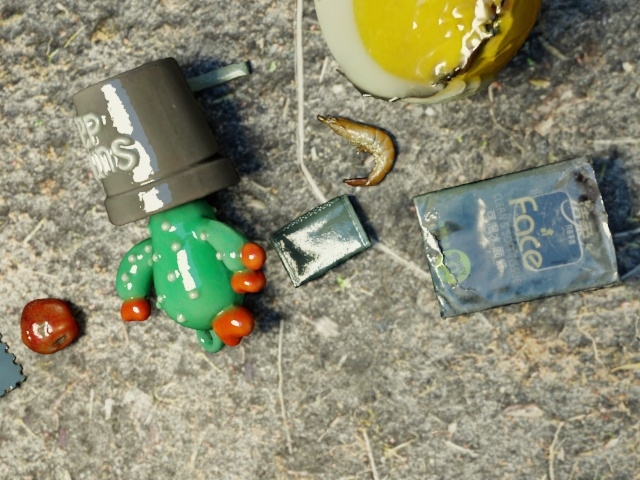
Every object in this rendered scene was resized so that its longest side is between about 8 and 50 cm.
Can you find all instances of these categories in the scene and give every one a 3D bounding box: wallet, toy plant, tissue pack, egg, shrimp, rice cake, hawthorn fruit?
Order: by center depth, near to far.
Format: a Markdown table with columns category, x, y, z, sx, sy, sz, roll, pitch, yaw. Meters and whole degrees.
| category | x | y | z | sx | sy | sz | roll | pitch | yaw |
| --- | --- | --- | --- | --- | --- | --- | --- | --- | --- |
| egg | 0.157 | -0.337 | 1.145 | 0.337 | 0.201 | 0.336 | 5 | 97 | 40 |
| tissue pack | 0.254 | -0.001 | 1.184 | 0.236 | 0.073 | 0.173 | -12 | 88 | 13 |
| toy plant | -0.202 | -0.034 | 1.244 | 0.280 | 0.185 | 0.400 | -18 | 100 | 19 |
| shrimp | 0.041 | -0.128 | 1.261 | 0.127 | 0.025 | 0.091 | 33 | 98 | 9 |
| wallet | 0.000 | 0.000 | 1.268 | 0.129 | 0.026 | 0.088 | -30 | 79 | 12 |
| rice cake | -0.159 | -0.231 | 1.313 | 0.121 | 0.021 | 0.022 | -16 | 90 | 15 |
| hawthorn fruit | -0.397 | 0.126 | 1.340 | 0.093 | 0.093 | 0.093 | 0 | 89 | 13 |

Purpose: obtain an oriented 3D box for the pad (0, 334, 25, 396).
| category | x | y | z | sx | sy | sz | roll | pitch | yaw |
| --- | --- | --- | --- | --- | --- | --- | --- | --- | --- |
| pad | -0.617 | 0.165 | 1.335 | 0.269 | 0.012 | 0.269 | -29 | 79 | -30 |
